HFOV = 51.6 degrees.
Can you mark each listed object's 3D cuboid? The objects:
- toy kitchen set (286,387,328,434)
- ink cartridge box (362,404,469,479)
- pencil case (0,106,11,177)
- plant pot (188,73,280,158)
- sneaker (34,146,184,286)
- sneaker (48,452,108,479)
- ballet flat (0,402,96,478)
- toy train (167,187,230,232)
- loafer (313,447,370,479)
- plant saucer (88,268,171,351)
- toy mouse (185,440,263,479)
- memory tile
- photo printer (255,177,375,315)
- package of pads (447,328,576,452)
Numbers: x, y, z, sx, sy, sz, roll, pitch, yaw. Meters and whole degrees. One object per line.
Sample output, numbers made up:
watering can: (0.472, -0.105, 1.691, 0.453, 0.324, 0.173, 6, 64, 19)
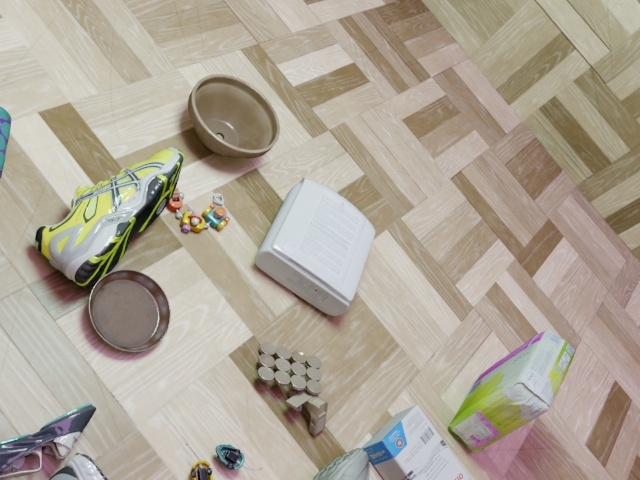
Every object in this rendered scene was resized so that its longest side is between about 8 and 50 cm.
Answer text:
toy kitchen set: (-0.040, 0.365, 1.409, 0.083, 0.075, 0.068, 23, 28, 34)
ink cartridge box: (0.214, 0.496, 1.473, 0.148, 0.086, 0.203, -29, 82, -44)
pencil case: (-0.651, -0.190, 1.297, 0.070, 0.065, 0.151, 25, 47, -44)
plant pot: (-0.229, -0.287, 1.651, 0.238, 0.110, 0.237, 19, 51, -25)
sneaker: (-0.411, -0.084, 1.342, 0.147, 0.145, 0.384, 30, 48, 2)
sneaker: (-0.346, 0.478, 1.065, 0.108, 0.100, 0.271, -37, 82, -33)
ballet flat: (-0.457, 0.338, 1.084, 0.203, 0.074, 0.074, -19, 74, -37)
toy train: (-0.279, -0.080, 1.517, 0.166, 0.046, 0.125, -1, 62, -37)
loafer: (0.038, 0.499, 1.271, 0.111, 0.112, 0.319, 57, 21, 4)
plant saucer: (-0.375, 0.139, 1.297, 0.169, 0.029, 0.168, 20, 56, -34)
toy mouse: (-0.176, 0.446, 1.250, 0.143, 0.031, 0.160, -2, 63, -38)
memory tile: (-0.065, 0.276, 1.430, 0.148, 0.012, 0.113, 19, 33, -15)
photo printer: (0.000, 0.000, 1.632, 0.256, 0.107, 0.307, 35, 45, -14)
package of pads: (0.454, 0.365, 1.595, 0.101, 0.296, 0.229, 43, 44, 6)
